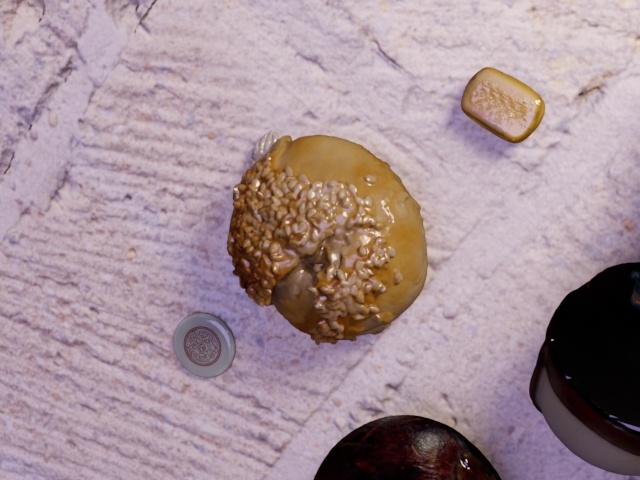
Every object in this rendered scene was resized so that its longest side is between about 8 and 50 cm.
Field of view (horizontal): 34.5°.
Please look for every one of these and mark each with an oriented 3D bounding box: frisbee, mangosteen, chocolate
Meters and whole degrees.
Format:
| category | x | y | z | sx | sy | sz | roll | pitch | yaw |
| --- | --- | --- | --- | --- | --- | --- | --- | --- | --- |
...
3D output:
| category | x | y | z | sx | sy | sz | roll | pitch | yaw |
| --- | --- | --- | --- | --- | --- | --- | --- | --- | --- |
| frisbee | -0.190 | 0.171 | 1.678 | 0.110 | 0.014 | 0.110 | 3 | 100 | 19 |
| mangosteen | 0.121 | 0.411 | 1.462 | 0.330 | 0.330 | 0.330 | 3 | 100 | 19 |
| chocolate | 0.415 | 0.186 | 1.346 | 0.283 | 0.283 | 0.186 | 19 | 141 | 16 |

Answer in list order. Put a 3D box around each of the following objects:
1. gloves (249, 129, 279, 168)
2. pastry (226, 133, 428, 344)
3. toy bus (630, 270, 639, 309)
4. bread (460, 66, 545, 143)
| category | x | y | z | sx | sy | sz | roll | pitch | yaw |
| --- | --- | --- | --- | --- | --- | --- | --- | --- | --- |
| gloves | -0.084 | -0.132 | 1.581 | 0.044 | 0.037 | 0.081 | 15 | 101 | -20 |
| pastry | 0.000 | 0.000 | 1.490 | 0.284 | 0.184 | 0.316 | -43 | 83 | 20 |
| toy bus | 0.497 | -0.062 | 1.249 | 0.162 | 0.194 | 0.323 | 18 | 79 | 15 |
| bread | 0.255 | -0.188 | 1.436 | 0.115 | 0.056 | 0.082 | 31 | 104 | 18 |
